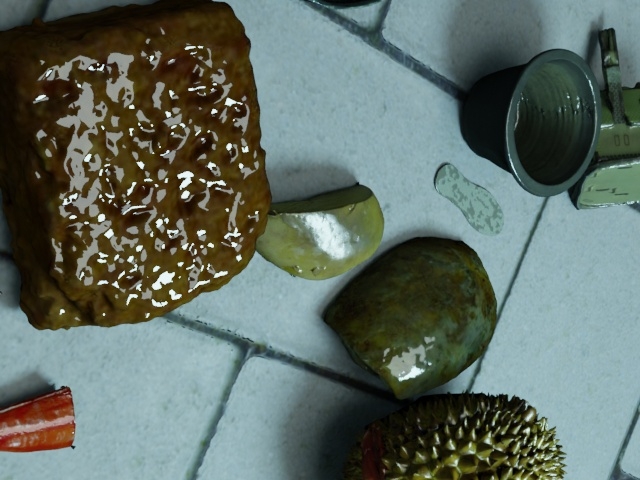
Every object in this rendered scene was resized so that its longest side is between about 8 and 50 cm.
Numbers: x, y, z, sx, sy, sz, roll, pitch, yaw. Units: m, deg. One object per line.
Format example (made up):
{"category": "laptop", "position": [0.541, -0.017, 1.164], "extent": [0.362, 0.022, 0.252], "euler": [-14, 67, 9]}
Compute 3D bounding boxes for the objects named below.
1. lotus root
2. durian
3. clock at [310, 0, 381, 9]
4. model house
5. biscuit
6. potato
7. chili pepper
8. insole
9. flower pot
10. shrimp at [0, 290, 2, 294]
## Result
{"category": "lotus root", "position": [0.172, 0.119, 1.931], "extent": [0.314, 0.142, 0.210], "euler": [-35, 120, -27]}
{"category": "durian", "position": [0.197, 0.391, 1.905], "extent": [0.384, 0.347, 0.347], "euler": [-46, 130, 13]}
{"category": "clock", "position": [0.023, -0.517, 1.679], "extent": [0.386, 0.076, 0.386], "euler": [-12, 110, -35]}
{"category": "model house", "position": [0.534, -0.221, 2.138], "extent": [0.205, 0.218, 0.278], "euler": [-6, 71, 2]}
{"category": "biscuit", "position": [-0.236, -0.102, 1.538], "extent": [0.343, 0.166, 0.395], "euler": [-22, 114, -34]}
{"category": "potato", "position": [0.000, 0.000, 1.794], "extent": [0.243, 0.098, 0.138], "euler": [-12, 111, -34]}
{"category": "chili pepper", "position": [-0.406, 0.241, 1.572], "extent": [0.169, 0.065, 0.088], "euler": [-6, 105, -33]}
{"category": "insole", "position": [0.252, -0.066, 2.025], "extent": [0.193, 0.006, 0.065], "euler": [36, 80, -38]}
{"category": "flower pot", "position": [0.328, -0.195, 1.957], "extent": [0.235, 0.148, 0.235], "euler": [-9, 104, -37]}
{"category": "shrimp", "position": [-0.440, 0.045, 1.510], "extent": [0.091, 0.025, 0.127], "euler": [6, 103, -39]}
